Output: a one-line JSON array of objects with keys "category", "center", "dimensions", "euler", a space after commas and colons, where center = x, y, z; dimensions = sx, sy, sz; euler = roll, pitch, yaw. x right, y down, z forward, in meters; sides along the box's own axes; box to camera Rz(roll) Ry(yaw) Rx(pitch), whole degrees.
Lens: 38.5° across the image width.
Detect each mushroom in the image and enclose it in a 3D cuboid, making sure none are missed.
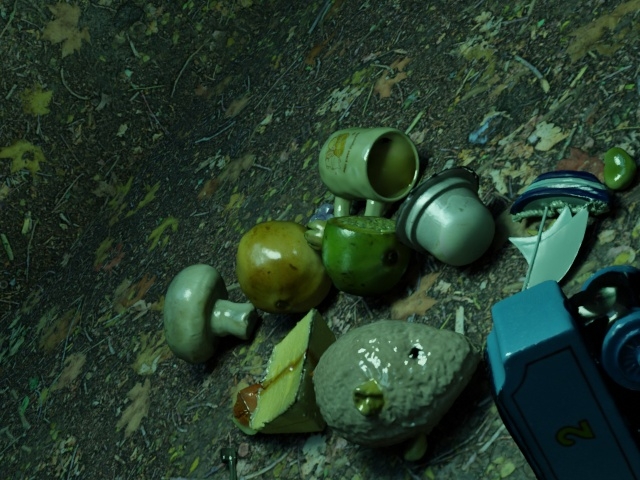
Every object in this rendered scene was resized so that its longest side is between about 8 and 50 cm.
[{"category": "mushroom", "center": [-0.262, 0.182, 2.229], "dimensions": [0.243, 0.243, 0.244], "euler": [-34, 33, 26]}]

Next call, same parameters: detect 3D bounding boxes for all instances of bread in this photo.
[{"category": "bread", "center": [-0.075, 0.271, 1.864], "dimensions": [0.178, 0.135, 0.240], "euler": [-11, 45, 24]}]

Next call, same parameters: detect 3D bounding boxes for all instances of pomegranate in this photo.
[{"category": "pomegranate", "center": [-0.086, 0.062, 2.074], "dimensions": [0.233, 0.233, 0.233], "euler": [-34, 33, 26]}, {"category": "pomegranate", "center": [0.067, 0.032, 1.912], "dimensions": [0.190, 0.240, 0.159], "euler": [-45, -36, -73]}]

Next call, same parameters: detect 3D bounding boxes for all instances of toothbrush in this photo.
[{"category": "toothbrush", "center": [-0.180, 0.535, 1.855], "dimensions": [0.297, 0.030, 0.030], "euler": [-103, 32, -54]}]

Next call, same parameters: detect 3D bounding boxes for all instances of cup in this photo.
[{"category": "cup", "center": [0.113, -0.137, 2.138], "dimensions": [0.173, 0.255, 0.202], "euler": [-16, 14, -31]}]

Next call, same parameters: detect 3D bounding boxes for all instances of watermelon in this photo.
[{"category": "watermelon", "center": [-0.137, 0.341, 1.954], "dimensions": [0.135, 0.094, 0.125], "euler": [-56, 20, -19]}]

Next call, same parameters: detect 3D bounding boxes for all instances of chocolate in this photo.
[{"category": "chocolate", "center": [0.256, -0.021, 1.774], "dimensions": [0.221, 0.221, 0.147], "euler": [-41, 55, 15]}]

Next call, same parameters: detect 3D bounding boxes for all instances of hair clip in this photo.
[{"category": "hair clip", "center": [0.002, 0.000, 2.214], "dimensions": [0.124, 0.052, 0.195], "euler": [-35, 40, 41]}]

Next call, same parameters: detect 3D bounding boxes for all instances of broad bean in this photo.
[{"category": "broad bean", "center": [0.530, -0.127, 1.623], "dimensions": [0.063, 0.045, 0.083], "euler": [-28, 44, 36]}]

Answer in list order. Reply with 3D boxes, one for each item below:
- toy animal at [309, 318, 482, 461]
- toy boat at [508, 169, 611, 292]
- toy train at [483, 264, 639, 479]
[{"category": "toy animal", "center": [0.103, 0.254, 1.625], "dimensions": [0.358, 0.188, 0.227], "euler": [-15, 39, 47]}, {"category": "toy boat", "center": [0.402, 0.006, 1.629], "dimensions": [0.220, 0.067, 0.291], "euler": [-6, 54, 51]}, {"category": "toy train", "center": [0.369, 0.201, 1.212], "dimensions": [0.265, 0.300, 0.188], "euler": [-26, 20, 14]}]
